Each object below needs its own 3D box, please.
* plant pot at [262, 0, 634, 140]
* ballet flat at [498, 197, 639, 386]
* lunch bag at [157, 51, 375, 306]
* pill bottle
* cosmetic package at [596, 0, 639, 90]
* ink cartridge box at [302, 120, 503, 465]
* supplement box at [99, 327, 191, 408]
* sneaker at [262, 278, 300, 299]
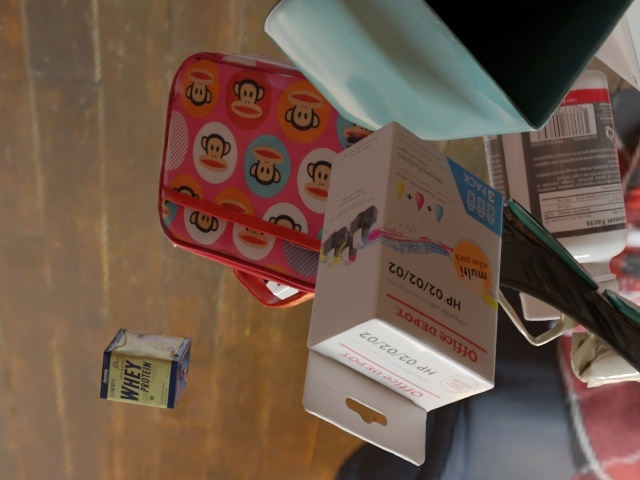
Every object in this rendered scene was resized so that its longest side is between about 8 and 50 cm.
[{"bbox_3d":[0.074,-0.173,0.959,0.166,0.165,0.234,45,156,-18],"label":"plant pot"},{"bbox_3d":[0.249,0.072,1.269,0.280,0.095,0.096,37,104,-7],"label":"ballet flat"},{"bbox_3d":[-0.040,-0.058,1.422,0.293,0.258,0.120,17,-167,37],"label":"lunch bag"},{"bbox_3d":[0.316,-0.058,1.801,0.176,0.318,0.176,-7,180,0],"label":"pill bottle"},{"bbox_3d":[0.387,-0.283,1.418,0.225,0.224,0.138,-24,116,0],"label":"cosmetic package"},{"bbox_3d":[0.054,0.032,0.822,0.104,0.181,0.061,30,141,-31],"label":"ink cartridge box"},{"bbox_3d":[-0.193,0.141,1.487,0.083,0.083,0.056,8,105,3],"label":"supplement box"},{"bbox_3d":[0.000,0.001,1.653,0.182,0.127,0.315,-14,157,-30],"label":"sneaker"}]
